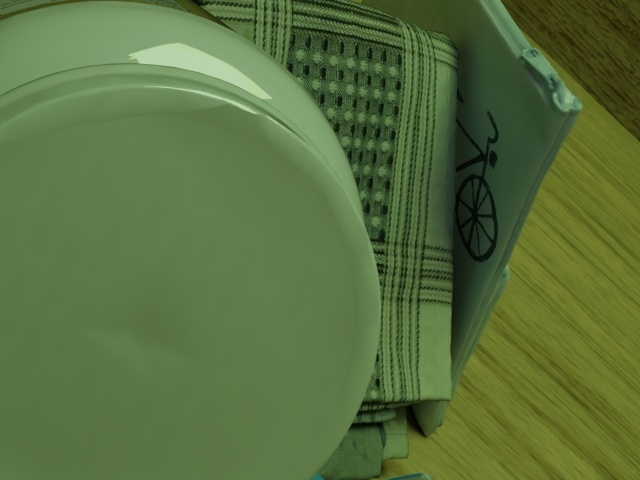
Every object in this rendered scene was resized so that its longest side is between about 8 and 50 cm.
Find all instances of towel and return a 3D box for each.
[{"bbox_3d":[0.000,0.000,1.053,0.056,0.324,0.312,5,-1,33],"label":"towel"}]

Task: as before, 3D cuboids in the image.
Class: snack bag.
[{"bbox_3d":[0.083,-0.076,1.271,0.037,0.342,0.323,-1,43,-23],"label":"snack bag"}]

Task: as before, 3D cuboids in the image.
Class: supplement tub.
[{"bbox_3d":[-0.110,-0.007,0.743,0.228,0.228,0.316,35,4,-23],"label":"supplement tub"}]

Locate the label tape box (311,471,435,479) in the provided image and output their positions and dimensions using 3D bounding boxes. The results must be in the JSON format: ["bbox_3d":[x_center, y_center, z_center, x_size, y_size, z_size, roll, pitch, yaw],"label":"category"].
[{"bbox_3d":[0.096,0.251,0.897,0.249,0.115,0.347,44,18,-40],"label":"label tape box"}]
